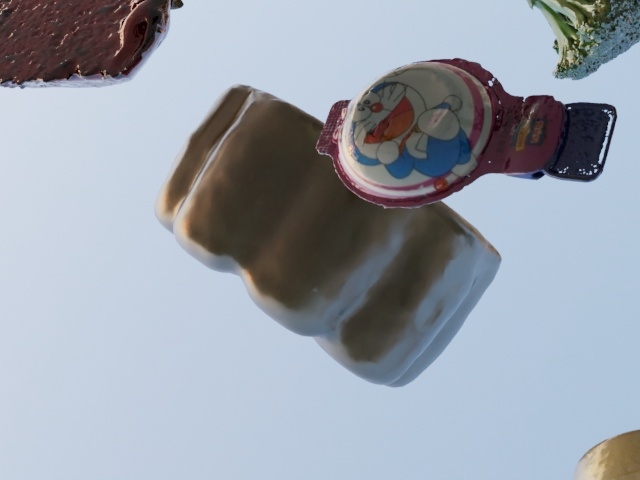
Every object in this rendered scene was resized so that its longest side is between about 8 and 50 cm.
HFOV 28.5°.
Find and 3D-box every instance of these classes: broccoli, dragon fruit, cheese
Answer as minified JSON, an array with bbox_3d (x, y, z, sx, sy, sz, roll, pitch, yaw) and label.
[{"bbox_3d":[0.361,-0.362,1.828,0.269,0.269,0.254,21,-77,23],"label":"broccoli"},{"bbox_3d":[-0.293,-0.266,1.546,0.343,0.100,0.282,2,-123,33],"label":"dragon fruit"},{"bbox_3d":[0.110,-0.087,1.006,0.244,0.062,0.155,7,-119,27],"label":"cheese"}]

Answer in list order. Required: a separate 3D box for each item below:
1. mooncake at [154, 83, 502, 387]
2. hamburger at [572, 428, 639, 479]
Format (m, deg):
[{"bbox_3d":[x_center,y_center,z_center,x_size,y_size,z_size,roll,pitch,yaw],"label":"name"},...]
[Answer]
[{"bbox_3d":[0.000,0.000,1.404,0.378,0.378,0.201,32,-93,28],"label":"mooncake"},{"bbox_3d":[0.244,0.189,0.876,0.141,0.126,0.081,6,-132,-9],"label":"hamburger"}]
